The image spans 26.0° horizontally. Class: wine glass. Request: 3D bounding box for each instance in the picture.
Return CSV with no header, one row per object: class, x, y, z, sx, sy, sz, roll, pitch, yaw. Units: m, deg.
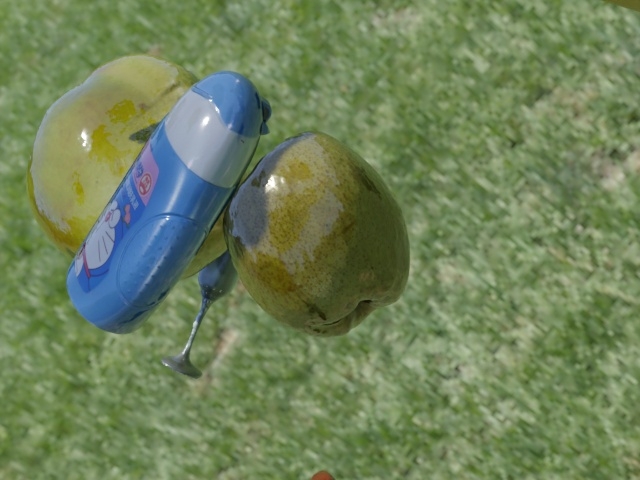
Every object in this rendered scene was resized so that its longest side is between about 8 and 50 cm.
wine glass,-0.156,0.070,2.041,0.074,0.074,0.262,30,99,61

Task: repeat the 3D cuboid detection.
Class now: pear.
pear,0.000,0.000,1.532,0.188,0.211,0.228,-38,-6,-20

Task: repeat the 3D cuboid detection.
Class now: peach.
peach,-0.251,-0.084,1.895,0.281,0.314,0.316,-35,64,-29

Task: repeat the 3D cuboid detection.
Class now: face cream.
face cream,-0.134,-0.038,1.245,0.264,0.083,0.149,-54,31,24

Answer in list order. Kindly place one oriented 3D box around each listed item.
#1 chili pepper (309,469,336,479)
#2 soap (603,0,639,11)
chili pepper,-0.072,0.360,1.521,0.137,0.368,0.091,12,111,39
soap,0.420,-0.359,1.701,0.204,0.325,0.096,-24,59,60
